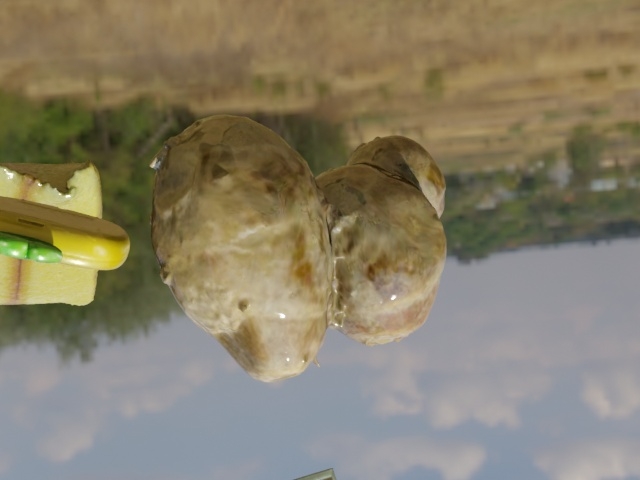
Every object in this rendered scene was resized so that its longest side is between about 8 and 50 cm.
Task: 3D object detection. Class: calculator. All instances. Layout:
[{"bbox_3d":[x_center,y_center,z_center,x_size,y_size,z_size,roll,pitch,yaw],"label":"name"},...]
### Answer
[{"bbox_3d":[-0.229,-0.008,1.225,0.146,0.032,0.235,14,-176,-4],"label":"calculator"}]

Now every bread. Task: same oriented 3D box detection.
[{"bbox_3d":[-0.388,-0.080,1.874,0.233,0.244,0.361,0,151,-16],"label":"bread"}]

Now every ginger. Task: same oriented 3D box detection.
[{"bbox_3d":[0.000,0.000,1.362,0.304,0.244,0.155,-1,154,-34],"label":"ginger"}]

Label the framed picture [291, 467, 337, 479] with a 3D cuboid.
[{"bbox_3d":[0.013,0.369,1.796,0.011,0.183,0.142,-24,170,23],"label":"framed picture"}]
